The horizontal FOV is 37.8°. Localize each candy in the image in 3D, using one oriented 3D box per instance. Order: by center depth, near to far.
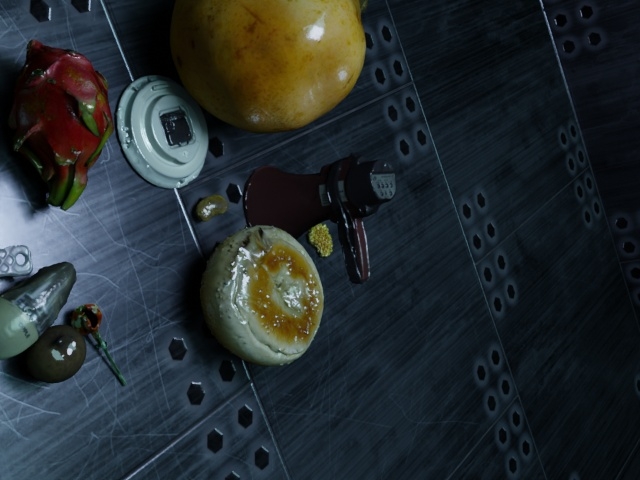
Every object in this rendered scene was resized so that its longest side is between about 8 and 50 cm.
[{"bbox_3d":[-0.396,0.193,1.699,0.056,0.049,0.184,-32,118,-17],"label":"candy"}]

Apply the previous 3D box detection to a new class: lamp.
[{"bbox_3d":[-0.493,0.122,1.539,0.250,0.101,0.101,-48,118,-31],"label":"lamp"}]

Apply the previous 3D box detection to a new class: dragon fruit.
[{"bbox_3d":[-0.463,-0.203,1.623,0.198,0.200,0.269,-12,130,-56],"label":"dragon fruit"}]

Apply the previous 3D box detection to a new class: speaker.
[{"bbox_3d":[0.001,-0.053,2.019,0.198,0.330,0.259,27,68,-44],"label":"speaker"}]

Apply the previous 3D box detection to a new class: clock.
[{"bbox_3d":[-0.306,-0.225,1.890,0.236,0.053,0.236,17,67,-47],"label":"clock"}]

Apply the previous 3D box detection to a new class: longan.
[{"bbox_3d":[-0.447,0.191,1.580,0.092,0.113,0.113,45,40,10],"label":"longan"}]

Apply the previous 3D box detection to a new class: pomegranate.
[{"bbox_3d":[-0.101,-0.410,1.913,0.417,0.417,0.416,15,70,-48],"label":"pomegranate"}]

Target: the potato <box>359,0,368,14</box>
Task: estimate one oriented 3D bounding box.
[{"bbox_3d":[0.017,-0.674,2.314,0.296,0.141,0.191,46,33,-32],"label":"potato"}]

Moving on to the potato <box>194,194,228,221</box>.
[{"bbox_3d":[-0.228,-0.071,1.952,0.092,0.045,0.046,-31,141,-46],"label":"potato"}]

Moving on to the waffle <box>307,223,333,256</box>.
[{"bbox_3d":[0.002,0.000,2.231,0.078,0.016,0.085,-47,117,-44],"label":"waffle"}]

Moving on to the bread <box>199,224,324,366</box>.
[{"bbox_3d":[-0.127,0.114,1.939,0.306,0.159,0.305,9,78,-48],"label":"bread"}]

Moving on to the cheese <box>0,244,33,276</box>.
[{"bbox_3d":[-0.581,0.043,1.480,0.286,0.082,0.163,-14,94,-54],"label":"cheese"}]
